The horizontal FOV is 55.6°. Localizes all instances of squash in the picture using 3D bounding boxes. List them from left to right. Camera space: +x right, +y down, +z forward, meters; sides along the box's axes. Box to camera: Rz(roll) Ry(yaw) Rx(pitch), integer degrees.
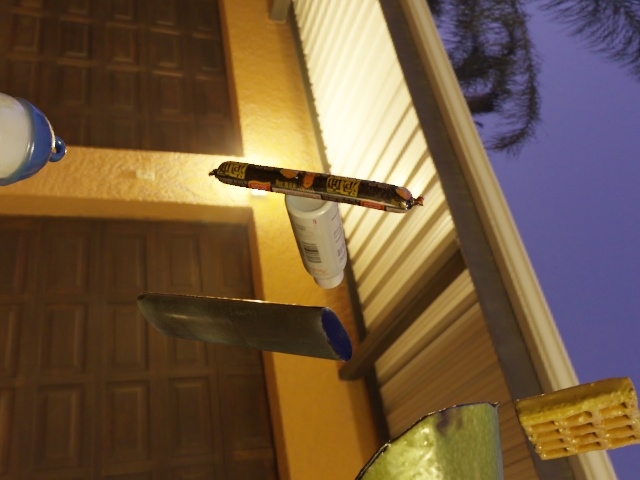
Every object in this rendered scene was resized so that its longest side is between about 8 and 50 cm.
[{"bbox_3d":[0.106,0.230,0.507,0.085,0.192,0.184,45,-51,46],"label":"squash"}]

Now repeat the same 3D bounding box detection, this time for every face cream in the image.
[{"bbox_3d":[0.000,0.000,1.004,0.269,0.082,0.082,77,1,-58],"label":"face cream"}]

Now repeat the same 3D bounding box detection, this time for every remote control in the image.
[{"bbox_3d":[-0.129,0.128,0.937,0.378,0.107,0.044,0,-131,35],"label":"remote control"}]

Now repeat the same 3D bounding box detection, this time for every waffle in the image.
[{"bbox_3d":[0.527,0.365,1.229,0.248,0.221,0.055,53,25,-43],"label":"waffle"}]

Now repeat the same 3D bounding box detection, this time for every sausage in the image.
[{"bbox_3d":[-0.008,-0.047,0.527,0.028,0.198,0.025,-19,118,-70],"label":"sausage"}]

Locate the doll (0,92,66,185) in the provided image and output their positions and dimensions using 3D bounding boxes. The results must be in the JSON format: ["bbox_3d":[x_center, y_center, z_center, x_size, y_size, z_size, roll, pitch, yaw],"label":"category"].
[{"bbox_3d":[-0.178,-0.054,0.268,0.058,0.143,0.098,-23,-105,31],"label":"doll"}]
